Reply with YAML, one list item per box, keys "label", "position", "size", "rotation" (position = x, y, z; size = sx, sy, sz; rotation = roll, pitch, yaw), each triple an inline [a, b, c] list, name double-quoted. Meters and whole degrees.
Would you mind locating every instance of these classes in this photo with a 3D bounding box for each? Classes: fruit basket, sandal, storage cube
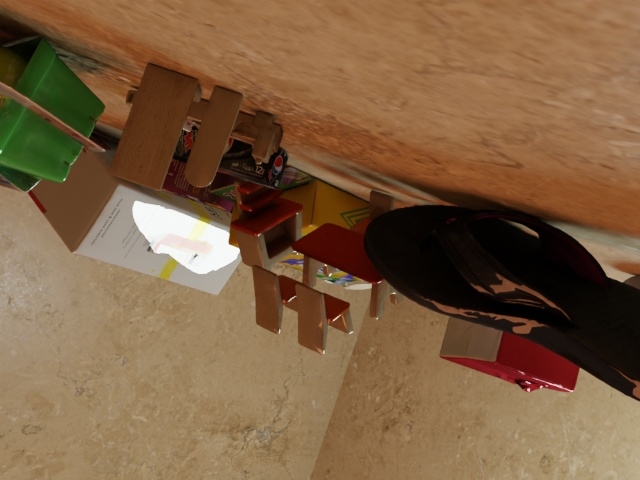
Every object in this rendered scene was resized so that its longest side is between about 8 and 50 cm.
- label: "fruit basket"
  position: [-0.446, -0.187, 1.009]
  size: [0.353, 0.165, 0.327]
  rotation: [25, 173, -33]
- label: "sandal"
  position: [0.259, 0.039, 1.045]
  size: [0.446, 0.167, 0.107]
  rotation: [24, 139, 23]
- label: "storage cube"
  position: [0.372, 0.168, 1.688]
  size: [0.193, 0.214, 0.184]
  rotation: [22, 168, -24]

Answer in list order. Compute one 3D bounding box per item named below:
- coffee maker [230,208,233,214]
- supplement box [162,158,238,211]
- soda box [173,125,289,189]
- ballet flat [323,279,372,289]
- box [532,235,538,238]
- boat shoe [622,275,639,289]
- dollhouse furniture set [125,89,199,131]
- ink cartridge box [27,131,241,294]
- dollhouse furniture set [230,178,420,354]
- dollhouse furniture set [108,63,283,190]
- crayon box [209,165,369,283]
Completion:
- label: "coffee maker"
  position: [-0.198, -0.059, 2.096]
  size: [0.178, 0.120, 0.171]
  rotation: [18, 153, 0]
- label: "supplement box"
  position: [-0.241, -0.119, 1.535]
  size: [0.188, 0.080, 0.104]
  rotation: [18, 176, 12]
- label: "soda box"
  position: [-0.133, -0.121, 1.211]
  size: [0.169, 0.053, 0.060]
  rotation: [17, 175, 20]
- label: "ballet flat"
  position: [0.068, 0.058, 2.224]
  size: [0.342, 0.124, 0.116]
  rotation: [15, 174, 45]
- label: "box"
  position: [0.254, 0.035, 1.367]
  size: [0.201, 0.057, 0.293]
  rotation: [29, 170, -40]
- label: "boat shoe"
  position: [0.480, 0.092, 1.198]
  size: [0.083, 0.065, 0.183]
  rotation: [21, 175, -14]
- label: "dollhouse furniture set"
  position: [-0.198, -0.120, 1.109]
  size: [0.091, 0.114, 0.081]
  rotation: [14, 178, 31]
- label: "ink cartridge box"
  position: [-0.361, -0.063, 1.770]
  size: [0.279, 0.160, 0.385]
  rotation: [42, -169, 37]
- label: "dollhouse furniture set"
  position: [0.000, 0.000, 1.208]
  size: [0.259, 0.135, 0.262]
  rotation: [21, -142, 35]
- label: "dollhouse furniture set"
  position: [-0.132, -0.099, 0.993]
  size: [0.144, 0.123, 0.151]
  rotation: [19, 176, 2]
- label: "crayon box"
  position: [-0.005, -0.013, 1.478]
  size: [0.323, 0.083, 0.203]
  rotation: [23, 156, -40]
